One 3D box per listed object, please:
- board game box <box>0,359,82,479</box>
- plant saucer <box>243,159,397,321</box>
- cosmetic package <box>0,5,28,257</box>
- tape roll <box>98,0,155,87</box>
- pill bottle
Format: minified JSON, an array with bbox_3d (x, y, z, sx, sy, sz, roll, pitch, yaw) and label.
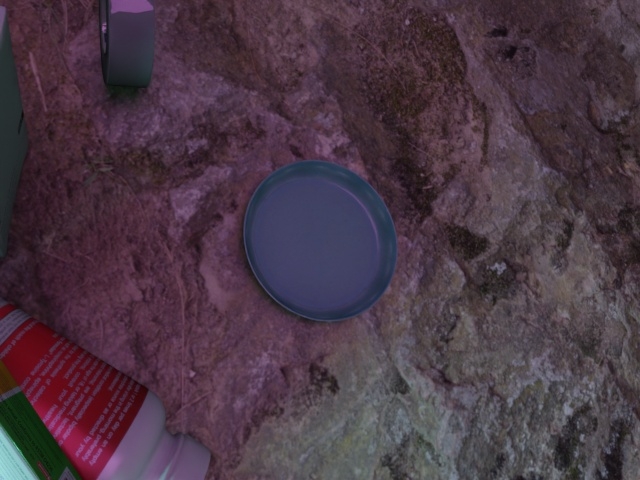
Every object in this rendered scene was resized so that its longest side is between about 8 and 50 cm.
[{"bbox_3d":[-0.464,0.284,0.703,0.316,0.064,0.242,-25,104,5],"label":"board game box"},{"bbox_3d":[0.000,0.000,1.190,0.317,0.043,0.318,7,73,-22],"label":"plant saucer"},{"bbox_3d":[-0.500,-0.132,0.824,0.156,0.385,0.218,9,72,-20],"label":"cosmetic package"},{"bbox_3d":[-0.335,-0.375,1.057,0.072,0.219,0.219,-3,77,-23],"label":"tape roll"},{"bbox_3d":[-0.369,0.264,0.853,0.407,0.229,0.229,35,65,-10],"label":"pill bottle"}]
